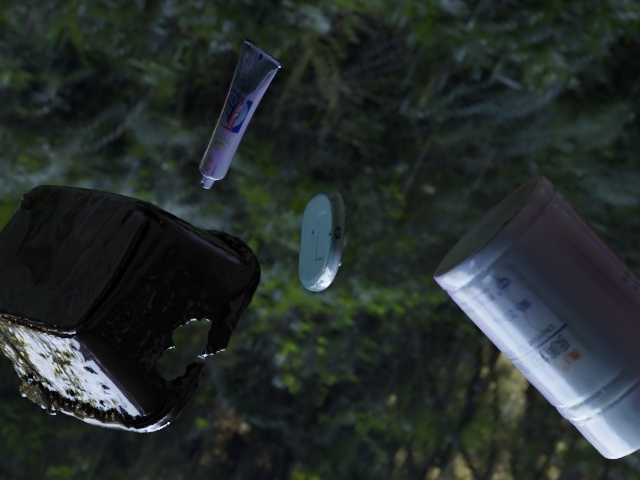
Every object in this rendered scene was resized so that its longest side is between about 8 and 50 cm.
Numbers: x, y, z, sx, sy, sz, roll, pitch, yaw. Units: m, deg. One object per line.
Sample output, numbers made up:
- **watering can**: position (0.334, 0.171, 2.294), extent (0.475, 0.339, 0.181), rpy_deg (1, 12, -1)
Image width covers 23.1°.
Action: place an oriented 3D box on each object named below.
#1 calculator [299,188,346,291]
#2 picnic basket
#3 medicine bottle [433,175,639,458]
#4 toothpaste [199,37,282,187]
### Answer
- **calculator**: position (0.000, 0.000, 1.475), extent (0.021, 0.095, 0.153), rpy_deg (7, 174, -13)
- **picnic basket**: position (-0.214, 0.049, 1.463), extent (0.129, 0.222, 0.297), rpy_deg (41, 161, -34)
- **medicine bottle**: position (0.250, 0.076, 1.547), extent (0.254, 0.152, 0.152), rpy_deg (47, -163, -4)
- **toothpaste**: position (-0.084, -0.118, 1.517), extent (0.045, 0.170, 0.028), rpy_deg (39, -143, 16)
